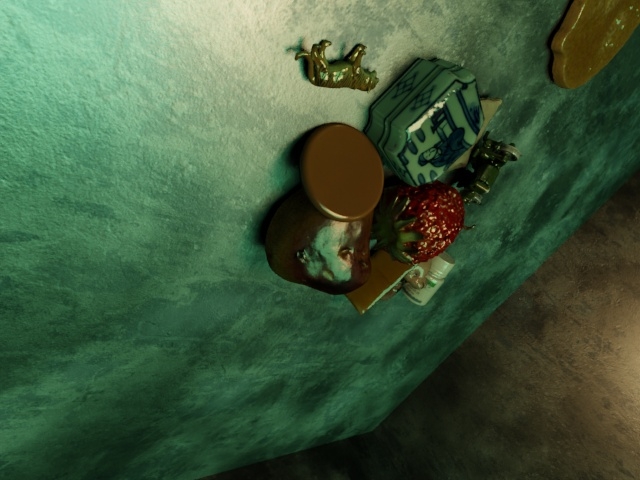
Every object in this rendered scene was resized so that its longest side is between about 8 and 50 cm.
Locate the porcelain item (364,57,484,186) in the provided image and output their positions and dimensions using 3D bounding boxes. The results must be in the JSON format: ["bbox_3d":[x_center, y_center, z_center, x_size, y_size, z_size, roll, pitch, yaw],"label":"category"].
[{"bbox_3d":[0.287,-0.306,1.085,0.286,0.157,0.281,-44,143,4],"label":"porcelain item"}]

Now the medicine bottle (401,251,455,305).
[{"bbox_3d":[0.459,0.153,1.734,0.139,0.139,0.236,3,127,-43],"label":"medicine bottle"}]

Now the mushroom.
[{"bbox_3d":[0.000,0.000,1.146,0.346,0.260,0.345,-7,108,-23],"label":"mushroom"}]

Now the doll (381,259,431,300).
[{"bbox_3d":[0.335,0.166,1.632,0.201,0.156,0.303,0,133,-42],"label":"doll"}]

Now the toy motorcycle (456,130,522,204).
[{"bbox_3d":[0.543,-0.229,1.358,0.205,0.127,0.275,-59,173,-1],"label":"toy motorcycle"}]

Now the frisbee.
[{"bbox_3d":[0.060,-0.169,1.005,0.251,0.021,0.250,3,85,-31],"label":"frisbee"}]

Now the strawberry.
[{"bbox_3d":[0.340,-0.069,1.278,0.344,0.292,0.292,-16,138,-24],"label":"strawberry"}]

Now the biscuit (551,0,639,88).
[{"bbox_3d":[0.882,-0.688,1.278,0.385,0.062,0.365,-50,140,13],"label":"biscuit"}]

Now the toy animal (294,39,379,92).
[{"bbox_3d":[0.045,-0.373,0.882,0.241,0.057,0.099,-13,137,-32],"label":"toy animal"}]

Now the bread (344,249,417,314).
[{"bbox_3d":[0.237,0.101,1.480,0.361,0.138,0.077,-44,174,6],"label":"bread"}]

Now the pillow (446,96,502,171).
[{"bbox_3d":[0.451,-0.323,1.284,0.173,0.067,0.270,-11,137,-32],"label":"pillow"}]
